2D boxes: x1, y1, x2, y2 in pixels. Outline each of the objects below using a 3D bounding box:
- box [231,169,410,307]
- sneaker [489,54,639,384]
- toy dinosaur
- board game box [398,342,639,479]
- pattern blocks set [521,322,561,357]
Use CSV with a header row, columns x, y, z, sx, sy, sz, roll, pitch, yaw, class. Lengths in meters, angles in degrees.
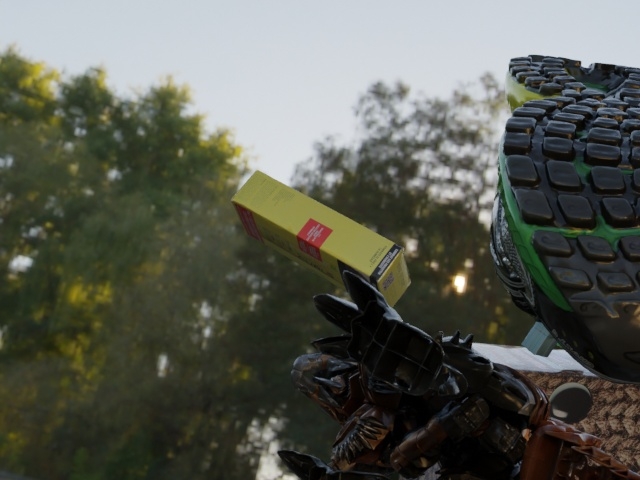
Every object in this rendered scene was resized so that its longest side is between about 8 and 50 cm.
x,y,z,sx,sy,sz,roll,pitch,yaw,class
0.000,0.000,1.294,0.232,0.058,0.087,30,-22,26,box
0.159,-0.004,0.568,0.134,0.146,0.343,6,19,8,sneaker
0.091,0.120,0.707,0.321,0.165,0.218,-14,-21,41,toy dinosaur
0.246,0.244,1.150,0.290,0.232,0.141,5,4,-13,board game box
0.328,-0.015,1.057,0.026,0.325,0.285,37,20,29,pattern blocks set
